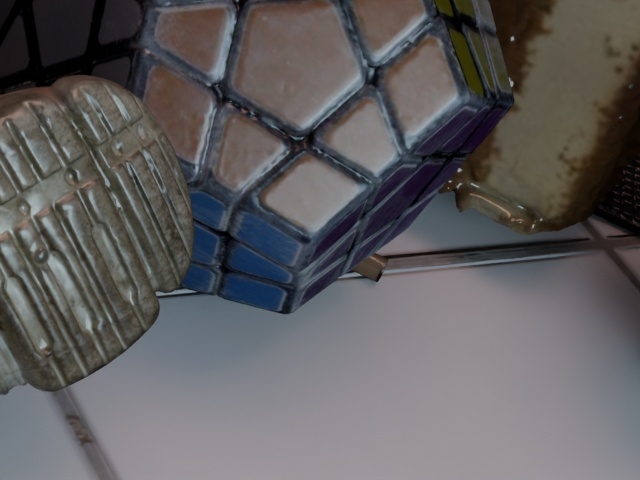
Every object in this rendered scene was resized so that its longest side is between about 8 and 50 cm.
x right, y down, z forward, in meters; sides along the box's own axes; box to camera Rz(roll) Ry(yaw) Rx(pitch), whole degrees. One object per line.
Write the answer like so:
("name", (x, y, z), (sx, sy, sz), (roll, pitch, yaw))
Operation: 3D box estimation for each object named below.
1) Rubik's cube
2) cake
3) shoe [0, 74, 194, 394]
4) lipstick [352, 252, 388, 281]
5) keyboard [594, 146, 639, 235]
("Rubik's cube", (-0.042, -0.116, 1.014), (0.319, 0.319, 0.264), (24, 67, -4))
("cake", (0.135, -0.193, 1.236), (0.290, 0.282, 0.256), (28, 27, 10))
("shoe", (-0.242, 0.041, 0.823), (0.351, 0.172, 0.198), (-30, 25, -30))
("lipstick", (0.000, 0.000, 1.140), (0.094, 0.019, 0.019), (27, 35, -2))
("keyboard", (0.257, -0.082, 1.417), (0.087, 0.017, 0.250), (25, 35, -5))
